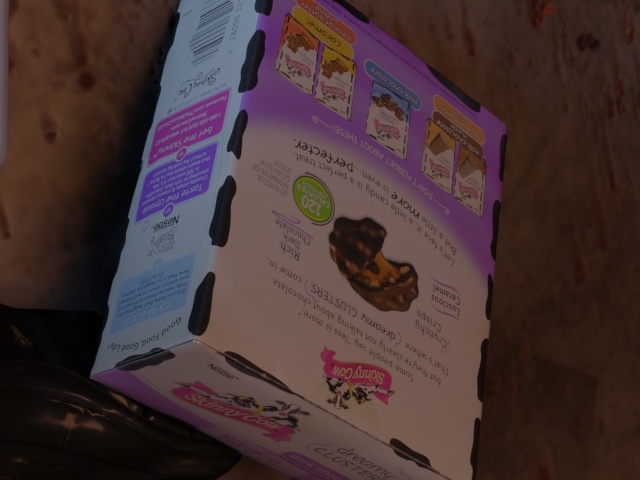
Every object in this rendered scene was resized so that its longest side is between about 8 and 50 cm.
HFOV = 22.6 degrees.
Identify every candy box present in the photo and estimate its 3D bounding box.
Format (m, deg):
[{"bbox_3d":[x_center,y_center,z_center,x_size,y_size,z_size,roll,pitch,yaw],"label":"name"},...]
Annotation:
[{"bbox_3d":[0.000,0.000,0.705,0.165,0.070,0.196,33,52,-34],"label":"candy box"}]

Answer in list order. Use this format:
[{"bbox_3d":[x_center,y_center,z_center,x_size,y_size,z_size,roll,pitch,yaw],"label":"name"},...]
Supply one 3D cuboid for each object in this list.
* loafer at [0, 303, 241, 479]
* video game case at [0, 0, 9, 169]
[{"bbox_3d":[-0.126,0.070,0.663,0.223,0.076,0.078,19,118,-43],"label":"loafer"},{"bbox_3d":[-0.251,-0.187,0.564,0.300,0.036,0.329,-2,96,-37],"label":"video game case"}]
